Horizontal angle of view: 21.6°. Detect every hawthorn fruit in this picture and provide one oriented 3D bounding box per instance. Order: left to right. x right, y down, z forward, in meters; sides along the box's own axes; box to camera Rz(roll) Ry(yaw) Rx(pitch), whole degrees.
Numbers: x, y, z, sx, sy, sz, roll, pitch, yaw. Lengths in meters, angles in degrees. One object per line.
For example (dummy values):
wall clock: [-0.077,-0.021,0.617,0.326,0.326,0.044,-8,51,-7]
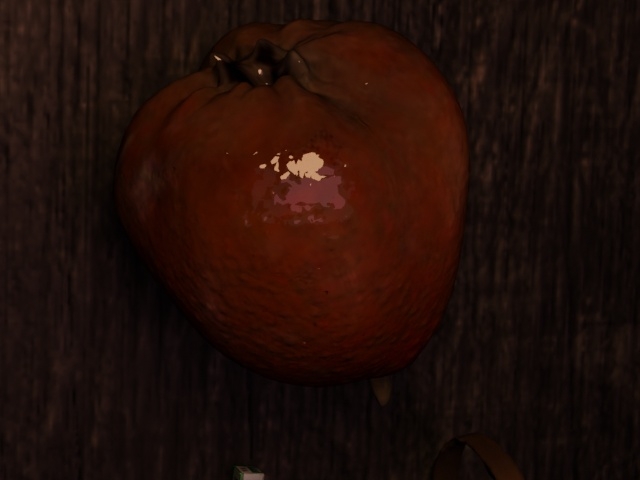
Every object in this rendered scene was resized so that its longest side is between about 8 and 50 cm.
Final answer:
hawthorn fruit: [0.000,0.000,0.958,0.199,0.199,0.251,-30,118,-15]

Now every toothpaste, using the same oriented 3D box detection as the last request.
toothpaste: [-0.049,0.182,1.045,0.017,0.020,0.083,4,96,-18]

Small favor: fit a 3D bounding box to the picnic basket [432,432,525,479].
picnic basket: [0.104,0.206,1.050,0.138,0.128,0.178,-17,121,-21]
